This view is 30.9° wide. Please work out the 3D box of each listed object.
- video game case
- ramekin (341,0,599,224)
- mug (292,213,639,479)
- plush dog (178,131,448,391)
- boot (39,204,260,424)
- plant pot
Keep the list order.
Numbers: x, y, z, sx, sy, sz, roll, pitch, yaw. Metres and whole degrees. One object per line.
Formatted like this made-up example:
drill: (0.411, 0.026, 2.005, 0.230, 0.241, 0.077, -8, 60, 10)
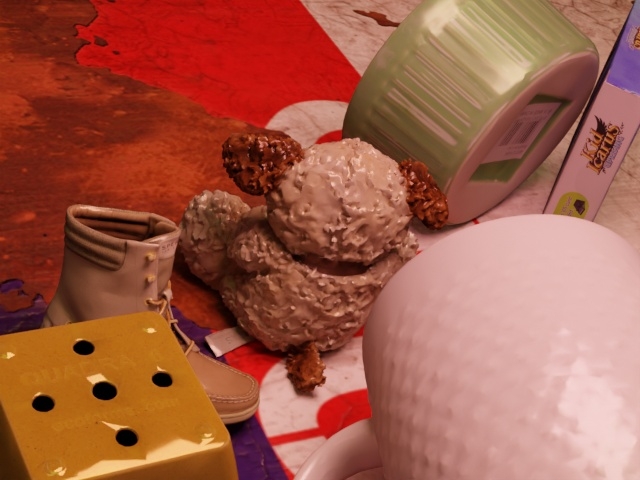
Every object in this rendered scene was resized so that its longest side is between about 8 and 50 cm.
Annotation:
video game case: (0.350, -0.139, 1.431, 0.061, 0.244, 0.269, 24, 37, 8)
ramekin: (0.184, -0.161, 1.360, 0.303, 0.303, 0.148, -25, 61, -42)
mug: (0.145, 0.198, 0.931, 0.374, 0.276, 0.328, -19, 37, 7)
plush dog: (0.000, 0.000, 1.129, 0.263, 0.225, 0.210, 9, 38, -11)
boot: (-0.141, 0.066, 1.035, 0.213, 0.165, 0.077, 18, 23, 2)
plant pot: (-0.174, 0.176, 0.870, 0.212, 0.187, 0.212, -8, 45, -30)
